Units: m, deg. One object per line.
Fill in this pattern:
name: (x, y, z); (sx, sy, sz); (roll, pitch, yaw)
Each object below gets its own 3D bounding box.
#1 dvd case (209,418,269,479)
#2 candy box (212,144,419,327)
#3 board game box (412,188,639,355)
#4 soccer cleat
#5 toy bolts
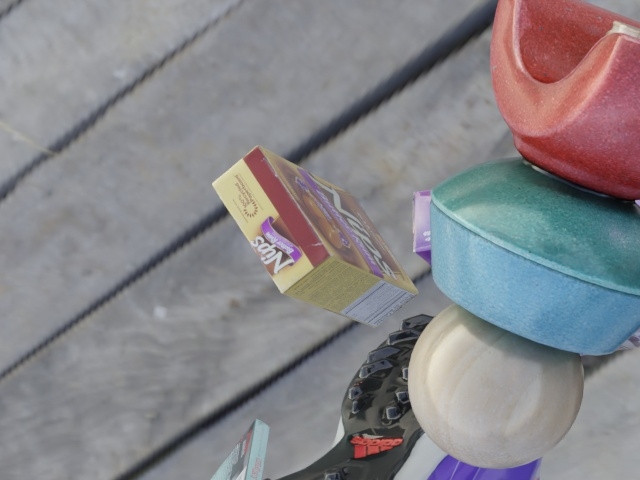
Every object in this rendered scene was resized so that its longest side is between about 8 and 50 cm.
dvd case: (-0.070, 0.172, 0.983); (0.013, 0.087, 0.119); (32, 107, -9)
candy box: (0.000, 0.000, 1.270); (0.053, 0.186, 0.109); (-38, 68, 11)
board game box: (0.254, -0.003, 0.966); (0.346, 0.208, 0.056); (-11, 58, 27)
soccer cleat: (0.020, 0.148, 0.747); (0.108, 0.318, 0.116); (-3, 115, 35)
toy bolts: (0.145, 0.030, 0.547); (0.218, 0.228, 0.159); (-127, 55, -65)
